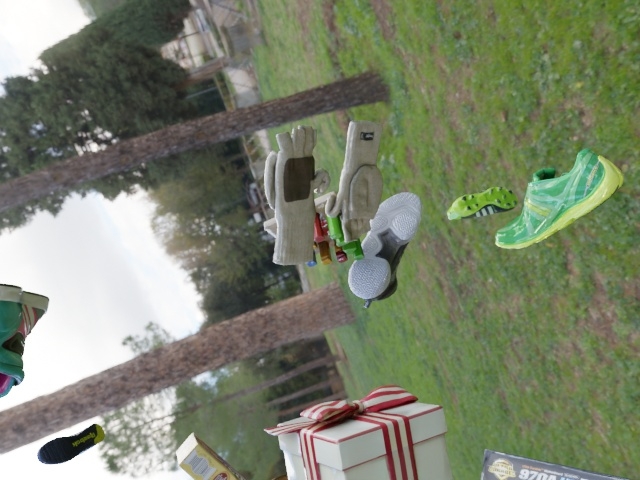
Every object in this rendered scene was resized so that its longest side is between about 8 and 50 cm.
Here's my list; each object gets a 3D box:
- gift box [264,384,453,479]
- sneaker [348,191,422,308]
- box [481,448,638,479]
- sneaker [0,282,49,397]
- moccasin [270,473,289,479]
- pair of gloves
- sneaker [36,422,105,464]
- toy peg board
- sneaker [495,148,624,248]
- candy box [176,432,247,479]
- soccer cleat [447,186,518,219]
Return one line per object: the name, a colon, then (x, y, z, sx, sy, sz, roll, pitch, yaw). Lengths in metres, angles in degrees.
gift box: (0.062, 0.410, 0.996, 0.276, 0.255, 0.258, -15, 82, 54)
sneaker: (0.148, 0.026, 1.242, 0.101, 0.268, 0.153, 24, 161, 18)
box: (0.318, 0.389, 0.729, 0.051, 0.220, 0.175, 31, -116, -43)
sneaker: (-0.533, 0.168, 0.917, 0.295, 0.124, 0.178, 140, 138, -73)
moccasin: (0.006, 0.663, 1.445, 0.380, 0.147, 0.139, 25, -150, -38)
pair of gloves: (0.009, -0.080, 0.856, 0.042, 0.240, 0.204, 15, 113, 43)
sneaker: (-0.515, 0.425, 1.130, 0.144, 0.059, 0.053, -2, -119, -60)
toy peg board: (0.000, 0.000, 1.090, 0.161, 0.161, 0.079, 42, -150, -52)
sneaker: (0.465, -0.080, 1.119, 0.123, 0.109, 0.295, 57, 140, 12)
candy box: (-0.183, 0.448, 1.027, 0.187, 0.053, 0.109, 43, 163, -7)
soccer cleat: (0.368, -0.081, 1.254, 0.072, 0.179, 0.060, 132, 126, -60)
